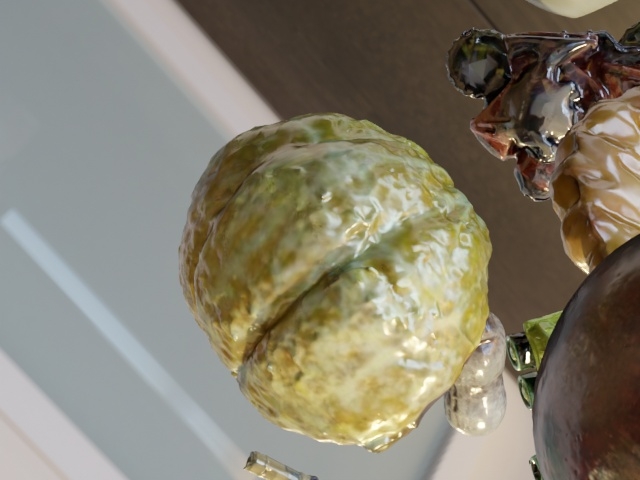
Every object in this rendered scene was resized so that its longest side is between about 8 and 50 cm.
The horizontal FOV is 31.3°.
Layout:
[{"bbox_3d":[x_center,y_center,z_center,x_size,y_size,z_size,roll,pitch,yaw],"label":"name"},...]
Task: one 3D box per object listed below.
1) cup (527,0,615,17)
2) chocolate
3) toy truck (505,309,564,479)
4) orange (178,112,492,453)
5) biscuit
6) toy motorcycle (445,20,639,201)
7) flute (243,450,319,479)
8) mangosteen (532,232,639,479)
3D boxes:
[{"bbox_3d":[0.143,-0.306,0.692,0.205,0.312,0.205,-29,-173,4],"label":"cup"},{"bbox_3d":[0.163,0.138,1.210,0.072,0.167,0.072,-7,-146,4],"label":"chocolate"},{"bbox_3d":[0.315,0.216,1.370,0.128,0.260,0.135,-15,-150,-7],"label":"toy truck"},{"bbox_3d":[0.000,0.000,1.034,0.270,0.210,0.369,-31,-149,-5],"label":"orange"},{"bbox_3d":[0.354,-0.005,1.024,0.326,0.325,0.107,-49,166,-42],"label":"biscuit"},{"bbox_3d":[0.338,-0.149,1.293,0.400,0.207,0.134,0,-178,21],"label":"toy motorcycle"},{"bbox_3d":[0.025,0.267,1.161,0.027,0.233,0.027,-51,-159,28],"label":"flute"},{"bbox_3d":[0.164,0.076,0.416,0.172,0.172,0.184,-38,-135,27],"label":"mangosteen"}]
